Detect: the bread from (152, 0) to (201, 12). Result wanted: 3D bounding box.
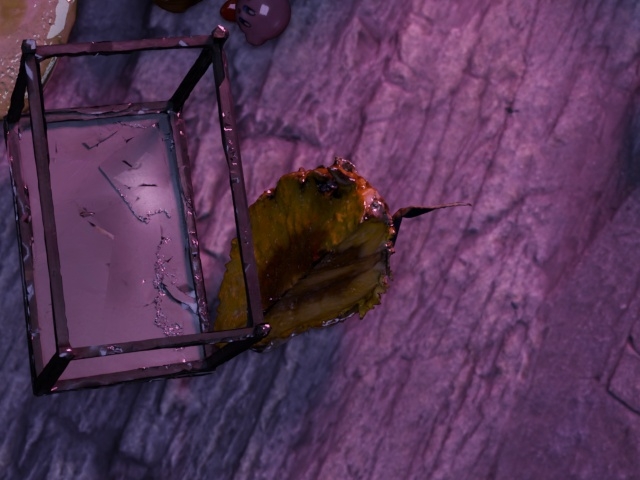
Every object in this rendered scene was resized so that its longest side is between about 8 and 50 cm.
[{"bbox_3d":[-0.171,-0.397,1.764,0.181,0.096,0.222,-25,88,-3],"label":"bread"}]

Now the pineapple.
[{"bbox_3d":[0.004,0.001,1.723,0.158,0.334,0.161,9,47,-31],"label":"pineapple"}]

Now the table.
[{"bbox_3d":[-0.211,-0.024,1.614,0.222,0.272,0.335,-6,79,-17],"label":"table"}]

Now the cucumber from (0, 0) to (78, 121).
[{"bbox_3d":[-0.363,-0.301,1.758,0.145,0.105,0.325,7,97,-22],"label":"cucumber"}]

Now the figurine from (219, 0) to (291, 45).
[{"bbox_3d":[-0.068,-0.277,1.770,0.071,0.067,0.083,50,117,37],"label":"figurine"}]
